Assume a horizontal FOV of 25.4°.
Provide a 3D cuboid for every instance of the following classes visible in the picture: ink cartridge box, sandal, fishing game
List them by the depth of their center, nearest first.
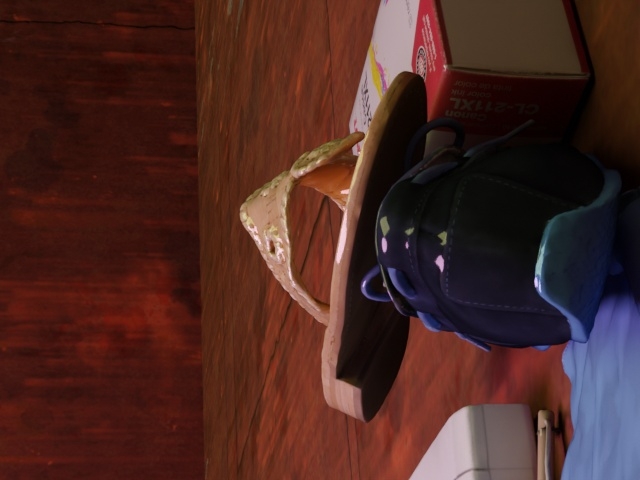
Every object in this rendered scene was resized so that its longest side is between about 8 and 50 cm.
[{"bbox_3d":[0.119,0.073,0.537,0.264,0.041,0.189,97,178,-58],"label":"fishing game"},{"bbox_3d":[-0.003,0.005,0.687,0.088,0.079,0.240,-58,-19,-32],"label":"sandal"},{"bbox_3d":[0.069,-0.070,0.736,0.175,0.072,0.127,105,163,-51],"label":"ink cartridge box"}]

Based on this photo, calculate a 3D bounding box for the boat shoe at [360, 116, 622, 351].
[{"bbox_3d":[0.065,-0.010,0.582,0.258,0.089,0.109,64,-143,-82],"label":"boat shoe"}]

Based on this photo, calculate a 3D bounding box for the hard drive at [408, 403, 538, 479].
[{"bbox_3d":[0.078,0.289,0.706,0.233,0.047,0.353,109,160,-60],"label":"hard drive"}]
